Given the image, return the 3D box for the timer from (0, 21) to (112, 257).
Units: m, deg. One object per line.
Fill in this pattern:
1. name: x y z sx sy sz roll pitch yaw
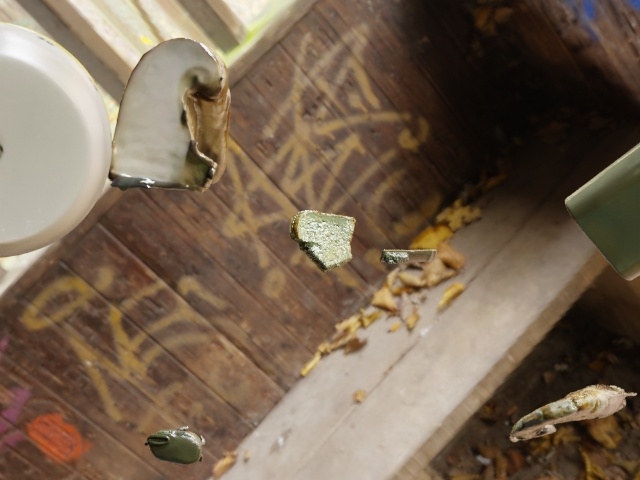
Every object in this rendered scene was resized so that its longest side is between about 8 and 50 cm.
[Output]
1. timer: -0.382 -0.126 1.008 0.285 0.285 0.285 -32 29 20

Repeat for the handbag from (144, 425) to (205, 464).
1. handbag: -0.270 0.379 1.596 0.047 0.111 0.072 114 165 -80

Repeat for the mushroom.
1. mushroom: -0.310 -0.248 1.867 0.397 0.224 0.313 -152 67 -88

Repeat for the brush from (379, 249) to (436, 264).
1. brush: 0.219 0.040 2.077 0.027 0.190 0.034 33 114 43

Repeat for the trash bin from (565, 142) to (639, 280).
1. trash bin: 0.678 -0.068 1.791 0.247 0.243 0.121 -40 3 29

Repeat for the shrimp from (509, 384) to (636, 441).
1. shrimp: 0.552 0.385 1.908 0.233 0.365 0.071 -37 64 33

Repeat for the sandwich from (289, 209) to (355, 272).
1. sandwich: 0.000 0.000 1.341 0.036 0.105 0.093 145 135 -66
